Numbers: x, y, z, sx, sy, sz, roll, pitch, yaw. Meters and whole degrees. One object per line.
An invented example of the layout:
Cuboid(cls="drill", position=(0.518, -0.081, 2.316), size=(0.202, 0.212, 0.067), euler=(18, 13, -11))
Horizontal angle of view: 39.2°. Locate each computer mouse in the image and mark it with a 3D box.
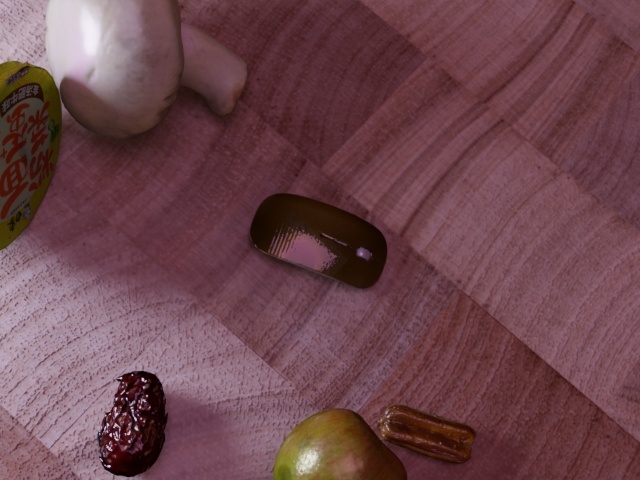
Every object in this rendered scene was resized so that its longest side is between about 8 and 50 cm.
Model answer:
Cuboid(cls="computer mouse", position=(0.000, 0.000, 1.570), size=(0.245, 0.056, 0.125), euler=(22, 69, -4))

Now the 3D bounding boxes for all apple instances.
Cuboid(cls="apple", position=(0.025, 0.360, 1.380), size=(0.196, 0.196, 0.195), euler=(3, 71, -10))

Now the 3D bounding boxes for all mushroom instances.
Cuboid(cls="mushroom", position=(-0.323, -0.300, 1.501), size=(0.315, 0.356, 0.315), euler=(-18, 38, 14))

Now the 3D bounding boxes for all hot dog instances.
Cuboid(cls="hot dog", position=(0.176, 0.321, 1.496), size=(0.165, 0.045, 0.071), euler=(17, 71, -4))

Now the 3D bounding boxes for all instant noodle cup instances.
Cuboid(cls="instant noodle cup", position=(-0.572, -0.157, 1.398), size=(0.222, 0.311, 0.311), euler=(17, 69, 5))

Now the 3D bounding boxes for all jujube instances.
Cuboid(cls="jujube", position=(-0.283, 0.284, 1.394), size=(0.104, 0.104, 0.165), euler=(14, 68, -6))
